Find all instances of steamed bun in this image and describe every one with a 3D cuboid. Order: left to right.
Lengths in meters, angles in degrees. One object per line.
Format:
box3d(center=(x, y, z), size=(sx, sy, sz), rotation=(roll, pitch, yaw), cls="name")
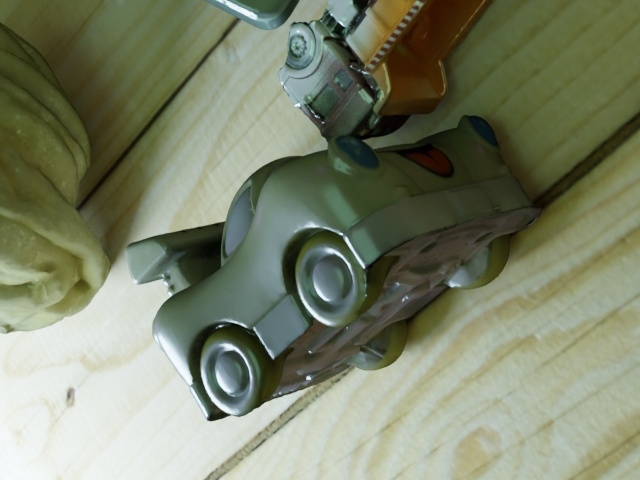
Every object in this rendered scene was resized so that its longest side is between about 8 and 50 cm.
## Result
box3d(center=(-0.383, -0.084, 1.566), size=(0.372, 0.230, 0.325), rotation=(52, 156, 10), cls="steamed bun")

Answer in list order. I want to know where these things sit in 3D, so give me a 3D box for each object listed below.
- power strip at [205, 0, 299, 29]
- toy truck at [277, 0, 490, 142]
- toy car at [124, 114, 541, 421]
box3d(center=(-0.112, -0.343, 1.340), size=(0.265, 0.059, 0.193), rotation=(27, 86, 8), cls="power strip")
box3d(center=(0.080, -0.207, 1.242), size=(0.135, 0.114, 0.270), rotation=(54, 125, 23), cls="toy truck")
box3d(center=(0.000, 0.000, 1.272), size=(0.336, 0.242, 0.226), rotation=(-46, 68, 38), cls="toy car")
